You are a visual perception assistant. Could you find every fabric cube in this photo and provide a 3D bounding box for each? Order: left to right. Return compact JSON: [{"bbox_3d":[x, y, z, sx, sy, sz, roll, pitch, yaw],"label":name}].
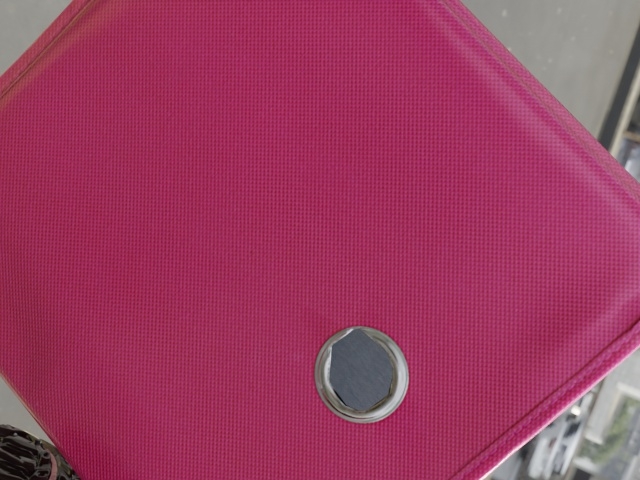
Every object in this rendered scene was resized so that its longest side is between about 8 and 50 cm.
[{"bbox_3d":[0.000,0.000,0.485,0.254,0.258,0.259,-43,171,9],"label":"fabric cube"}]

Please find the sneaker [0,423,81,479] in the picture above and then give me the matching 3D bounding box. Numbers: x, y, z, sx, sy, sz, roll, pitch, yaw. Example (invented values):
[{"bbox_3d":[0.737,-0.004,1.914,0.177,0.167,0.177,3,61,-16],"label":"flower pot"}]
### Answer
[{"bbox_3d":[-0.160,0.173,0.399,0.108,0.100,0.271,-63,-179,5],"label":"sneaker"}]
